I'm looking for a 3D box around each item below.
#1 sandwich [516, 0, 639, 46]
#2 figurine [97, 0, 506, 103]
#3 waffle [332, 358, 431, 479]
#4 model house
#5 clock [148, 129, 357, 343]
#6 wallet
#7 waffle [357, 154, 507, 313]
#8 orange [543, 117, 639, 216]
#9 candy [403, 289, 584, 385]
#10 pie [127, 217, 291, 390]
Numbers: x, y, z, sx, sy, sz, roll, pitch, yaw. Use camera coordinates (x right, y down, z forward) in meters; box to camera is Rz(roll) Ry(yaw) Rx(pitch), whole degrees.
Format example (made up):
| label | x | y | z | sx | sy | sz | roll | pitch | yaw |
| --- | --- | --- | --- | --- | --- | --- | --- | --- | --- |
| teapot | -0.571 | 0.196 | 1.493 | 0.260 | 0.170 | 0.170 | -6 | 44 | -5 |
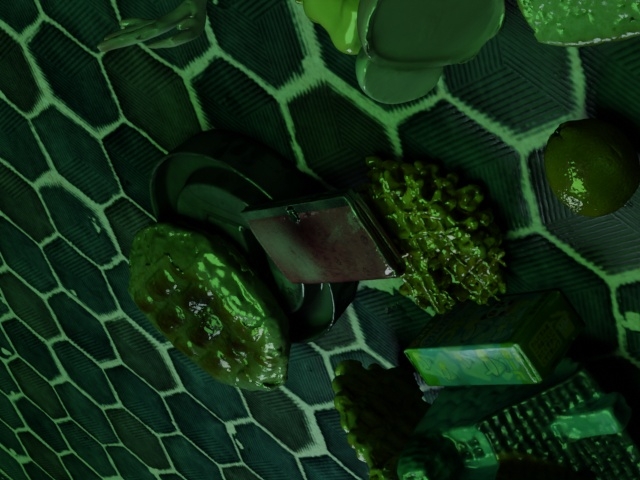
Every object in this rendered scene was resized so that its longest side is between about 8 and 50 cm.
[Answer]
| label | x | y | z | sx | sy | sz | roll | pitch | yaw |
| --- | --- | --- | --- | --- | --- | --- | --- | --- | --- |
| sandwich | 0.221 | -0.280 | 0.952 | 0.249 | 0.095 | 0.273 | 6 | 133 | 51 |
| figurine | -0.036 | -0.253 | 1.135 | 0.316 | 0.284 | 0.206 | 39 | 149 | 33 |
| waffle | 0.128 | 0.259 | 1.596 | 0.291 | 0.291 | 0.051 | 41 | 111 | 7 |
| model house | 0.269 | 0.275 | 1.430 | 0.241 | 0.226 | 0.261 | -17 | 117 | 44 |
| clock | -0.091 | -0.003 | 1.673 | 0.319 | 0.066 | 0.319 | 30 | 146 | 23 |
| wallet | 0.000 | 0.000 | 1.476 | 0.119 | 0.025 | 0.232 | 54 | 151 | -17 |
| waffle | 0.122 | -0.003 | 1.415 | 0.197 | 0.070 | 0.193 | 23 | 142 | 33 |
| orange | 0.250 | -0.070 | 1.172 | 0.095 | 0.085 | 0.085 | 47 | 149 | -8 |
| candy | 0.195 | 0.114 | 1.441 | 0.194 | 0.097 | 0.062 | -11 | 119 | 54 |
| pie | -0.156 | 0.092 | 1.735 | 0.306 | 0.071 | 0.306 | 29 | 144 | 23 |
